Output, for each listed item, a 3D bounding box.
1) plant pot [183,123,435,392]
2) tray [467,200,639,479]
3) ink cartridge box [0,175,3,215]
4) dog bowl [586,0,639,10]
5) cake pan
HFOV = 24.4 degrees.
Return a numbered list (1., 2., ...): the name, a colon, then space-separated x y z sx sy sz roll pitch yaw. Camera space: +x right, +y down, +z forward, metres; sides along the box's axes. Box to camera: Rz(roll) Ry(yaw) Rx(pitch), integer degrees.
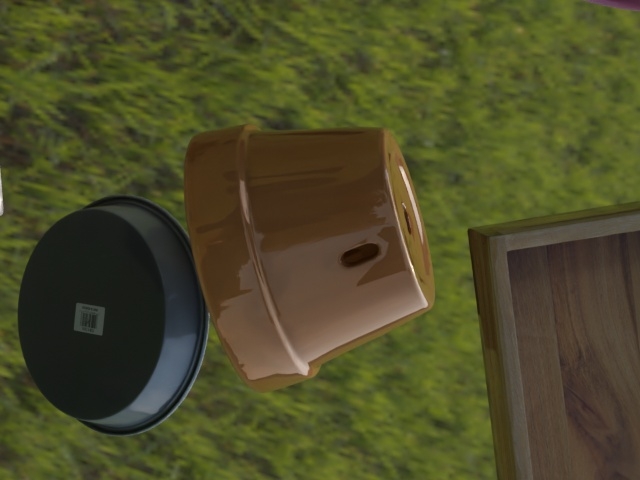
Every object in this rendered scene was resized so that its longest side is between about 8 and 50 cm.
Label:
1. plant pot: 0.000 0.000 1.582 0.291 0.203 0.291 -14 90 -79
2. tray: 0.247 0.179 1.202 0.076 0.203 0.411 -146 -132 -79
3. ink cartridge box: -0.479 -0.057 1.487 0.278 0.201 0.117 -27 115 -70
4. dog bowl: 0.406 -0.420 1.890 0.408 0.408 0.150 33 67 -62
5. cake pan: -0.259 0.089 1.777 0.054 0.293 0.293 4 99 -53
